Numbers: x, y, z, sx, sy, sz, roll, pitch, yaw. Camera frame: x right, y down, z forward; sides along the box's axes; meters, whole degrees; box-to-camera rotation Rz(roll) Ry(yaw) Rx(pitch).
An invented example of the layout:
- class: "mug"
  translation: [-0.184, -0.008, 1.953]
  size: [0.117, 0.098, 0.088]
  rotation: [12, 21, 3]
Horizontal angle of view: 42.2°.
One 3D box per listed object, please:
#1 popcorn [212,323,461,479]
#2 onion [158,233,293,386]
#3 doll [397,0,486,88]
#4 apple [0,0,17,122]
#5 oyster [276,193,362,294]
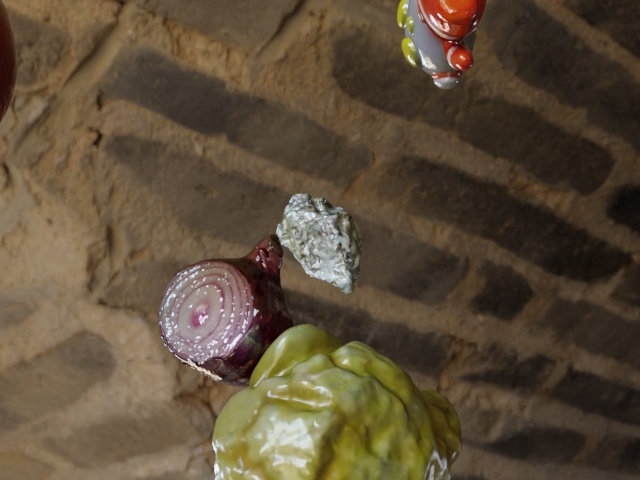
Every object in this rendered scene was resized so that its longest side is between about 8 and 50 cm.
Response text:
- class: "popcorn"
  translation: [0.038, 0.280, 1.032]
  size: [0.292, 0.293, 0.334]
  rotation: [-40, -39, 0]
- class: "onion"
  translation: [-0.105, 0.090, 1.142]
  size: [0.140, 0.218, 0.195]
  rotation: [37, -6, -42]
- class: "doll"
  translation: [0.157, -0.303, 1.099]
  size: [0.106, 0.199, 0.336]
  rotation: [-12, -2, 4]
- class: "apple"
  translation: [-0.450, -0.200, 0.871]
  size: [0.261, 0.260, 0.216]
  rotation: [3, -50, -13]
- class: "oyster"
  translation: [0.000, 0.001, 0.906]
  size: [0.100, 0.098, 0.037]
  rotation: [15, -7, 0]
